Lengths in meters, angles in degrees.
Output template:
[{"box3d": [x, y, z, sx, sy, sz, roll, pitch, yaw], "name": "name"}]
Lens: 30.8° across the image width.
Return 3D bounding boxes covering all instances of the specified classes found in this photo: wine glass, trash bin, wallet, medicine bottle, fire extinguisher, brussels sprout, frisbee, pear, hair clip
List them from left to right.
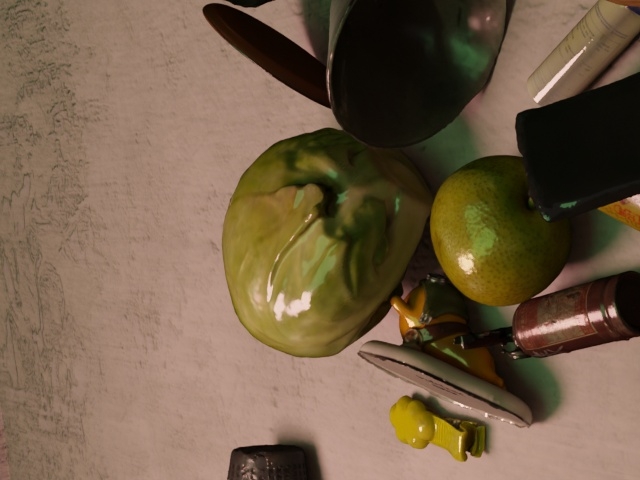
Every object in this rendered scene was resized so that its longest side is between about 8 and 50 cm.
[{"box3d": [-0.088, 0.413, 1.880, 0.175, 0.175, 0.161, -8, 81, 53], "name": "trash bin"}, {"box3d": [-0.056, -0.257, 1.618, 0.021, 0.250, 0.251, -54, 52, 17], "name": "frisbee"}, {"box3d": [0.000, 0.000, 1.589, 0.328, 0.247, 0.328, -12, 73, 42], "name": "brussels sprout"}, {"box3d": [0.023, -0.325, 1.505, 0.406, 0.267, 0.267, 46, 132, 44], "name": "wine glass"}, {"box3d": [0.153, 0.263, 1.611, 0.173, 0.046, 0.072, 16, 106, 53], "name": "hair clip"}, {"box3d": [0.222, -0.020, 1.350, 0.216, 0.166, 0.180, 133, 137, -61], "name": "pear"}, {"box3d": [0.266, 0.092, 1.371, 0.252, 0.106, 0.075, -21, 54, 52], "name": "fire extinguisher"}, {"box3d": [0.315, -0.231, 1.274, 0.231, 0.059, 0.059, -49, 59, 46], "name": "medicine bottle"}, {"box3d": [0.335, -0.117, 1.148, 0.285, 0.030, 0.146, -21, 53, 21], "name": "wallet"}]

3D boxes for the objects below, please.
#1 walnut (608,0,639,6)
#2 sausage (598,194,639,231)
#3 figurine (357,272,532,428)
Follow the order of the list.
[{"box3d": [0.341, -0.348, 1.052, 0.313, 0.252, 0.277, 24, 117, 50], "name": "walnut"}, {"box3d": [0.359, -0.063, 1.200, 0.347, 0.123, 0.123, 35, 124, 43], "name": "sausage"}, {"box3d": [0.184, 0.135, 1.518, 0.250, 0.166, 0.141, 22, 77, 22], "name": "figurine"}]
